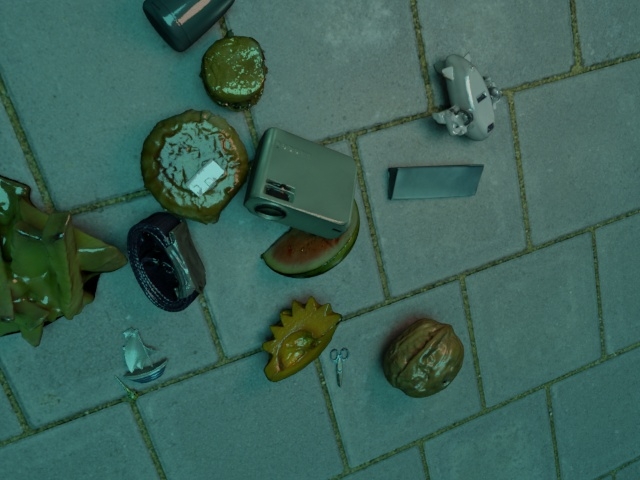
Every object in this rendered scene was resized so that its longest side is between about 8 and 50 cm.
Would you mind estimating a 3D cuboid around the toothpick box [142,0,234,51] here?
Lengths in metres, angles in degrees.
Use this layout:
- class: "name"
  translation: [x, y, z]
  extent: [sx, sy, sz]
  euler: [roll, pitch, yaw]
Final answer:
- class: "toothpick box"
  translation: [-0.282, -0.517, 0.967]
  extent: [0.184, 0.120, 0.120]
  euler: [-44, 109, -7]

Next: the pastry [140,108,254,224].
- class: "pastry"
  translation: [-0.293, -0.175, 1.034]
  extent: [0.236, 0.121, 0.257]
  euler: [36, 92, -15]

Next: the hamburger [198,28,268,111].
- class: "hamburger"
  translation: [-0.200, -0.390, 1.015]
  extent: [0.159, 0.131, 0.184]
  euler: [-4, 96, -6]

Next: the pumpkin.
- class: "pumpkin"
  translation: [-0.055, 0.258, 1.210]
  extent: [0.254, 0.149, 0.130]
  euler: [-43, 66, 1]

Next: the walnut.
- class: "walnut"
  translation: [0.297, 0.337, 1.261]
  extent: [0.198, 0.198, 0.245]
  euler: [40, 90, -19]

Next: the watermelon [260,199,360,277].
- class: "watermelon"
  translation: [0.013, 0.018, 1.181]
  extent: [0.303, 0.159, 0.128]
  euler: [-39, 147, -4]

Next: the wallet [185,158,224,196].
- class: "wallet"
  translation: [-0.256, -0.138, 0.978]
  extent: [0.083, 0.011, 0.044]
  euler: [-45, 105, 0]

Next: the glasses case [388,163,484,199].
- class: "glasses case"
  translation: [0.320, -0.173, 1.246]
  extent: [0.266, 0.056, 0.105]
  euler: [-4, 126, -15]

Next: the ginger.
- class: "ginger"
  translation: [-0.667, 0.058, 0.929]
  extent: [0.413, 0.211, 0.358]
  euler: [-35, 106, -6]

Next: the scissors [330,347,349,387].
- class: "scissors"
  translation: [0.055, 0.373, 1.292]
  extent: [0.058, 0.014, 0.119]
  euler: [-1, 98, -11]

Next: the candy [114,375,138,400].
- class: "candy"
  translation: [-0.501, 0.378, 1.134]
  extent: [0.023, 0.025, 0.083]
  euler: [-34, 102, 11]

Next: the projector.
- class: "projector"
  translation: [-0.045, -0.133, 1.077]
  extent: [0.251, 0.108, 0.198]
  euler: [17, 64, -20]

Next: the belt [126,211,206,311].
- class: "belt"
  translation: [-0.359, 0.047, 1.057]
  extent: [0.140, 0.126, 0.230]
  euler: [-15, 107, 12]

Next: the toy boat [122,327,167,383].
- class: "toy boat"
  translation: [-0.466, 0.304, 1.121]
  extent: [0.105, 0.034, 0.149]
  euler: [-42, 109, -7]

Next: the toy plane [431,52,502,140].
- class: "toy plane"
  translation: [0.390, -0.381, 1.188]
  extent: [0.245, 0.117, 0.244]
  euler: [-2, 94, -33]
